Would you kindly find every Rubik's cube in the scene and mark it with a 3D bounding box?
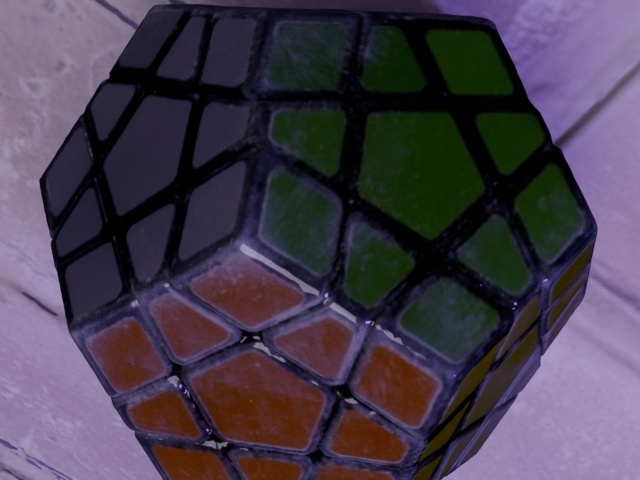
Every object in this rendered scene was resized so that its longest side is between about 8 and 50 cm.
[{"bbox_3d":[0.000,0.000,0.629,0.264,0.319,0.319,-24,119,1],"label":"Rubik's cube"}]
